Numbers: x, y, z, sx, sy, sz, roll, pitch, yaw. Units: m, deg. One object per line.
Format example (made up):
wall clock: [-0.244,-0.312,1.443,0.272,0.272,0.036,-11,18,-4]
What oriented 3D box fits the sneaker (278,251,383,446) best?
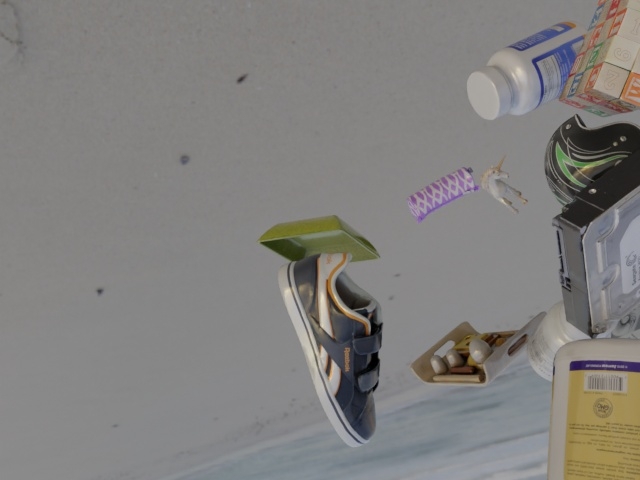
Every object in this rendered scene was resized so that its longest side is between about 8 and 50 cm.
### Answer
sneaker: [0.046,0.172,1.099,0.127,0.321,0.126,-20,-173,16]

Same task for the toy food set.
toy food set: [0.375,0.250,1.659,0.219,0.092,0.306,-33,-174,-26]

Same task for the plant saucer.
plant saucer: [0.000,0.000,1.365,0.188,0.045,0.188,-8,158,27]

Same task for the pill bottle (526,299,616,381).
pill bottle: [0.516,0.193,1.407,0.131,0.131,0.229,-9,149,-7]

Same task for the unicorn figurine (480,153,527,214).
unicorn figurine: [0.346,-0.103,1.328,0.111,0.060,0.162,37,176,-10]

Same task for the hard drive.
hard drive: [0.494,-0.034,1.014,0.338,0.064,0.237,-33,129,-13]

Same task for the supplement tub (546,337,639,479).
supplement tub: [0.443,0.321,0.964,0.240,0.332,0.241,8,163,3]

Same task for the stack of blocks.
stack of blocks: [0.502,-0.357,1.099,0.087,0.297,0.171,21,-175,0]

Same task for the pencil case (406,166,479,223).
pencil case: [0.347,-0.128,1.960,0.206,0.088,0.086,-29,149,0]

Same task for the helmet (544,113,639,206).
helmet: [0.445,-0.120,1.110,0.161,0.170,0.169,4,168,32]

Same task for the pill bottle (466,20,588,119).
pill bottle: [0.464,-0.369,1.522,0.271,0.152,0.152,-27,161,-15]

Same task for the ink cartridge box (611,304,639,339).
ink cartridge box: [0.789,0.249,1.719,0.045,0.223,0.224,31,103,-12]
